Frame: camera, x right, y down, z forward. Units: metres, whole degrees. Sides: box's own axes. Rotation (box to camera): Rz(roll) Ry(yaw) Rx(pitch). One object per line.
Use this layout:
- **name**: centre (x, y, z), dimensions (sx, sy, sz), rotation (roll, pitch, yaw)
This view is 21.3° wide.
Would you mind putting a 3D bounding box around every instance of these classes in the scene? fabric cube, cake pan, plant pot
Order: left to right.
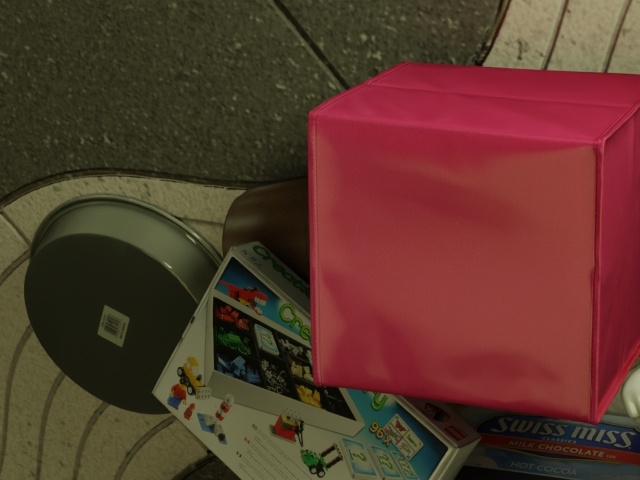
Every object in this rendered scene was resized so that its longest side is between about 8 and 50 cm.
- **cake pan**: centre (-0.222, 0.085, 1.969), dimensions (0.293, 0.054, 0.293), rotation (14, 127, 19)
- **plant pot**: centre (0.000, 0.000, 1.734), dimensions (0.165, 0.167, 0.167), rotation (-2, 121, 38)
- **fabric cube**: centre (0.155, -0.012, 1.519), dimensions (0.258, 0.259, 0.254), rotation (5, 108, 22)

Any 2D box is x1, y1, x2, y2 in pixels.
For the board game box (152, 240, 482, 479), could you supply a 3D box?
- **board game box**: centre (-0.011, 0.168, 1.646), dimensions (0.305, 0.053, 0.193), rotation (41, 117, 22)

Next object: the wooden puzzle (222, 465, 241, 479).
- **wooden puzzle**: centre (-0.029, 0.348, 1.942), dimensions (0.044, 0.221, 0.238), rotation (-38, 102, 18)

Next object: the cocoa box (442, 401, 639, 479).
- **cocoa box**: centre (0.201, 0.324, 1.794), dimensions (0.347, 0.228, 0.231), rotation (4, 121, 26)

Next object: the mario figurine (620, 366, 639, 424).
- **mario figurine**: centre (0.389, 0.155, 1.563), dimensions (0.198, 0.170, 0.320), rotation (34, 161, 16)
